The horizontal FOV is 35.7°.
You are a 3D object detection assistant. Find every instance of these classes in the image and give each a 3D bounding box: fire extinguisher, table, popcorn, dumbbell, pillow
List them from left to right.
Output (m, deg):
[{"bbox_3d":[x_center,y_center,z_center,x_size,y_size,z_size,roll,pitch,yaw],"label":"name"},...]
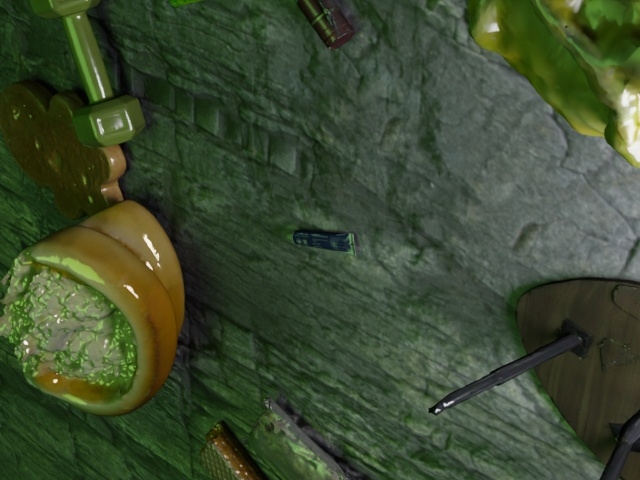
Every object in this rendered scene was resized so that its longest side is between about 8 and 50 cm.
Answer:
[{"bbox_3d":[-0.389,-0.307,1.662,0.108,0.121,0.301,-145,37,-68],"label":"dumbbell"},{"bbox_3d":[-0.029,0.395,1.757,0.255,0.059,0.169,43,137,21],"label":"pillow"},{"bbox_3d":[-0.014,-0.329,1.308,0.157,0.045,0.078,57,163,5],"label":"fire extinguisher"},{"bbox_3d":[0.295,0.209,1.164,0.317,0.249,0.317,24,129,34],"label":"table"},{"bbox_3d":[0.290,-0.225,0.873,0.312,0.312,0.312,24,129,34],"label":"popcorn"}]

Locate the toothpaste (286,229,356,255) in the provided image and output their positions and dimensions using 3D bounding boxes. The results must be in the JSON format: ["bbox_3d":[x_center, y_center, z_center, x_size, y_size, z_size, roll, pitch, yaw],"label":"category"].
[{"bbox_3d":[0.000,0.000,1.517,0.140,0.021,0.037,7,117,41],"label":"toothpaste"}]

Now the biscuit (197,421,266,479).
[{"bbox_3d":[-0.109,0.521,1.916,0.378,0.054,0.094,51,139,9],"label":"biscuit"}]

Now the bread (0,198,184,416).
[{"bbox_3d":[-0.417,0.132,1.833,0.329,0.245,0.423,10,132,-4],"label":"bread"}]

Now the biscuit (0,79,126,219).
[{"bbox_3d":[-0.489,-0.172,1.887,0.355,0.052,0.275,30,132,31],"label":"biscuit"}]

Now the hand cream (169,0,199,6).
[{"bbox_3d":[-0.178,-0.368,1.474,0.122,0.023,0.036,-1,108,42],"label":"hand cream"}]
